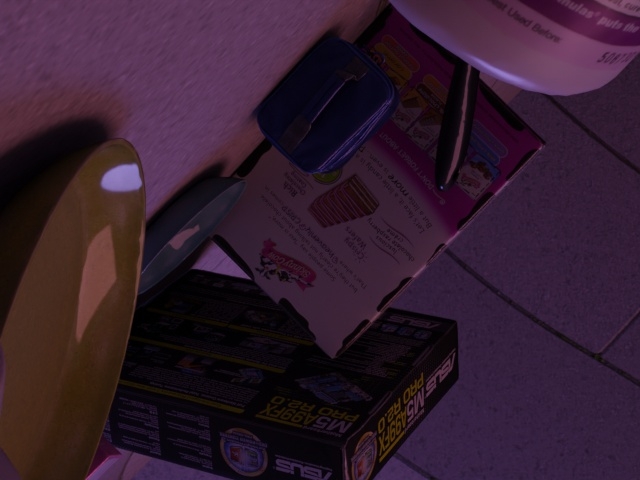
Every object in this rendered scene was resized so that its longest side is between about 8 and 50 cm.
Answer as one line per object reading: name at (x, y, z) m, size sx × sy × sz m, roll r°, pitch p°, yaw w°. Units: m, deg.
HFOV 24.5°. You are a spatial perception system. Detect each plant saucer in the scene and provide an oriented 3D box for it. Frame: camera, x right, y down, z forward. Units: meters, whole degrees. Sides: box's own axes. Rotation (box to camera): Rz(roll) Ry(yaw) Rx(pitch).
plant saucer at (-0.142, 0.063, 0.726) m, size 0.241 × 0.037 × 0.241 m, roll 14°, pitch 90°, yaw -84°
plant saucer at (-0.102, -0.008, 1.073) m, size 0.119 × 0.021 × 0.119 m, roll -45°, pitch 176°, yaw -4°

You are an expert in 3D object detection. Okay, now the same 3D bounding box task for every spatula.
spatula at (0.121, -0.162, 1.018) m, size 0.084 × 0.030 × 0.296 m, roll -40°, pitch 152°, yaw -53°

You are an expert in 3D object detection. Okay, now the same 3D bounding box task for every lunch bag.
lunch bag at (0.009, -0.094, 1.023) m, size 0.098 × 0.067 × 0.065 m, roll -47°, pitch 175°, yaw 10°

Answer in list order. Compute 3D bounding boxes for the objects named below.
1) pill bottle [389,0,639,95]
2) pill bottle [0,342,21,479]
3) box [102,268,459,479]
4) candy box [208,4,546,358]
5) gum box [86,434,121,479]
pill bottle at (0.147, -0.214, 0.588) m, size 0.301 × 0.169 × 0.169 m, roll -48°, pitch 175°, yaw 35°
pill bottle at (-0.189, 0.147, 0.546) m, size 0.152 × 0.152 × 0.272 m, roll -39°, pitch 150°, yaw -55°
box at (-0.049, 0.112, 1.221) m, size 0.216 × 0.270 × 0.060 m, roll -41°, pitch 134°, yaw -53°
candy box at (0.039, -0.045, 1.149) m, size 0.233 × 0.159 × 0.071 m, roll -46°, pitch 174°, yaw 10°
gum box at (-0.221, 0.154, 0.903) m, size 0.188 × 0.107 × 0.062 m, roll -45°, pitch 175°, yaw -6°
